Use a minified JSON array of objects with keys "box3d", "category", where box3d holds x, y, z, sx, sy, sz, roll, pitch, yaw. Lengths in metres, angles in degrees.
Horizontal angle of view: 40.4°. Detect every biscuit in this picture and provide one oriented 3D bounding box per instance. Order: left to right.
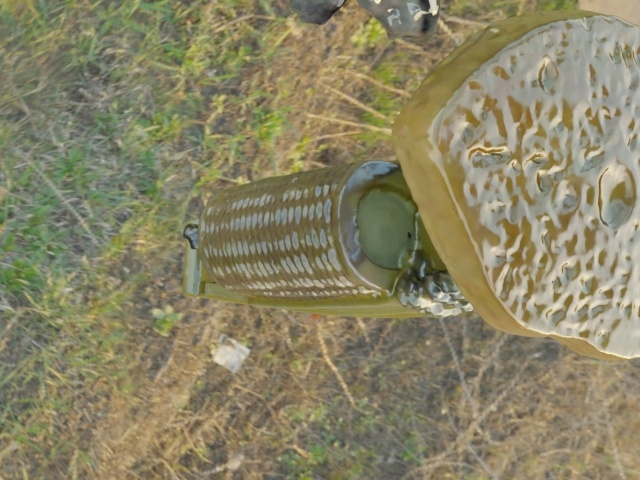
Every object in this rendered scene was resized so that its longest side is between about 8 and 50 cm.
[{"box3d":[0.116,-0.023,0.370,0.221,0.029,0.142,15,86,-36],"category":"biscuit"}]

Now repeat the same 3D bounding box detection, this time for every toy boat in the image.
[{"box3d":[0.000,0.000,0.545,0.115,0.310,0.089,13,79,-43],"category":"toy boat"}]

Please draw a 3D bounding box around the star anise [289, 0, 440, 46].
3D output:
[{"box3d":[0.014,-0.167,0.413,0.181,0.204,0.061,9,56,0],"category":"star anise"}]
